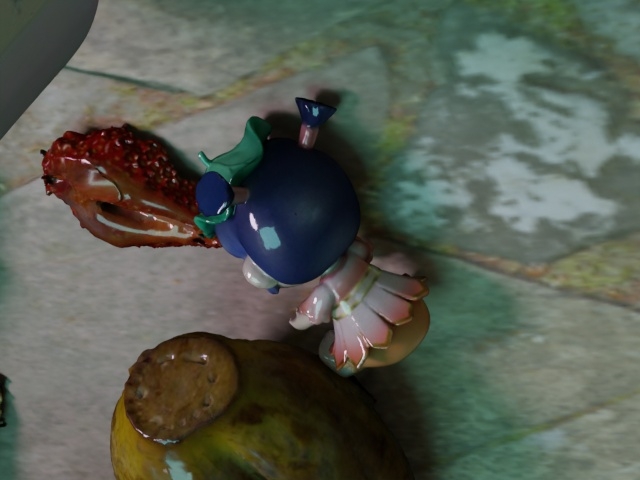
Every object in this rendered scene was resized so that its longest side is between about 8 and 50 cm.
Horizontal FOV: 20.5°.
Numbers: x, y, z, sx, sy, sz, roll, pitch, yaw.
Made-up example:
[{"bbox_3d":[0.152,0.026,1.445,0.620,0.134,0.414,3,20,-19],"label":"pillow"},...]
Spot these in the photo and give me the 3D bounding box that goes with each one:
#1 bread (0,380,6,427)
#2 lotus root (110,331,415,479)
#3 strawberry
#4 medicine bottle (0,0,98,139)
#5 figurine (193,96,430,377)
[{"bbox_3d":[-0.469,0.189,1.653,0.346,0.242,0.405,30,105,8],"label":"bread"},{"bbox_3d":[-0.033,0.169,1.253,0.193,0.193,0.291,-2,140,32],"label":"lotus root"},{"bbox_3d":[-0.132,-0.027,1.235,0.152,0.048,0.104,22,141,15],"label":"strawberry"},{"bbox_3d":[-0.248,-0.130,0.958,0.214,0.378,0.213,17,136,17],"label":"medicine bottle"},{"bbox_3d":[0.000,0.000,1.156,0.195,0.111,0.102,45,154,-19],"label":"figurine"}]
